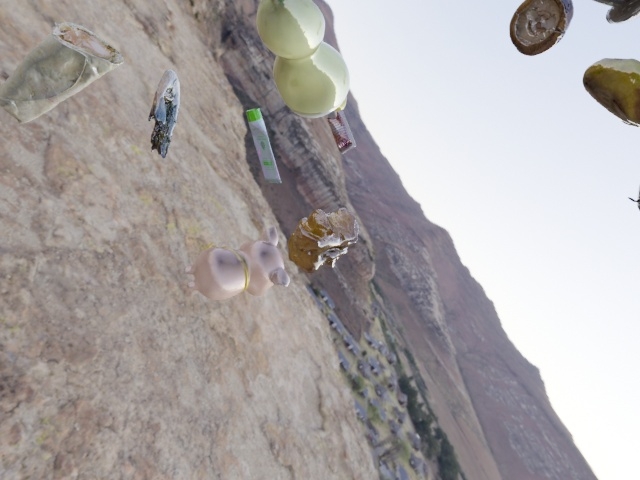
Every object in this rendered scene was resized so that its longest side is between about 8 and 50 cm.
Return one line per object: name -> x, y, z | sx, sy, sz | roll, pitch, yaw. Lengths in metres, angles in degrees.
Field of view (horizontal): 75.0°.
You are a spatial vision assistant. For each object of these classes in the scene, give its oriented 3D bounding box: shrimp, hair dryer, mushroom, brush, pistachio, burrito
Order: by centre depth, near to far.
burrito -> -0.411, -0.245, 0.629 | 0.087, 0.226, 0.060 | 47, 27, -43
mushroom -> 0.441, -0.433, 0.833 | 0.052, 0.123, 0.123 | -15, 65, -37
pistachio -> 0.680, -0.332, 0.930 | 0.189, 0.100, 0.110 | 47, 15, 14
hair dryer -> 0.731, -0.623, 1.045 | 0.219, 0.075, 0.195 | 16, 6, -2
brush -> 0.040, -0.428, 1.390 | 0.050, 0.060, 0.321 | 33, 35, -56
shrimp -> -0.521, -0.429, 1.393 | 0.075, 0.289, 0.178 | 19, -1, -3

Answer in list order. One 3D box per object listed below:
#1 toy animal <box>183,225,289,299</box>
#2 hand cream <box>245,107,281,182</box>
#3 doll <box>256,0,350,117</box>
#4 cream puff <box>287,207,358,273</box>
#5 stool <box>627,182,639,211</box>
toy animal -> -0.216, 0.072, 1.063 | 0.149, 0.248, 0.165 | 141, -66, -70
hand cream -> -0.209, -0.339, 1.523 | 0.079, 0.050, 0.275 | -139, -149, -60
doll -> -0.026, -0.314, 0.709 | 0.141, 0.117, 0.296 | 14, -19, 17
cream puff -> 0.000, 0.000, 1.407 | 0.241, 0.269, 0.155 | 5, 40, -42
stool -> 0.892, -0.137, 1.011 | 0.139, 0.228, 0.153 | 51, 19, -47
